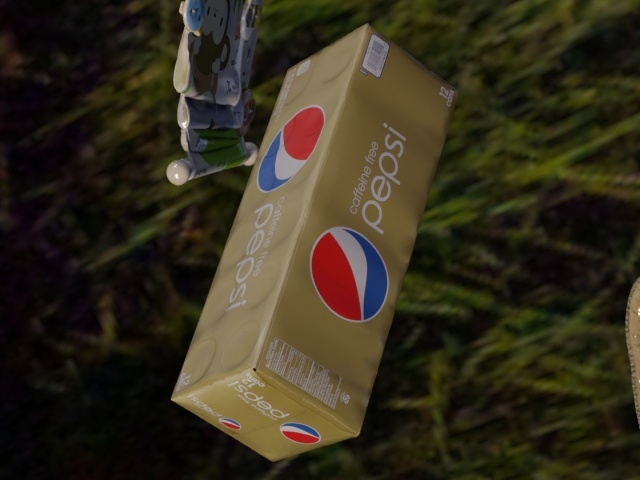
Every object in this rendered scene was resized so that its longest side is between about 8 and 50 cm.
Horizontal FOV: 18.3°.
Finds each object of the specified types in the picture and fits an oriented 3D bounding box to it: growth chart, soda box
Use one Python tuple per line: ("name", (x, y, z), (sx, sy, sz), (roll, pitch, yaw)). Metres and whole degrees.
("growth chart", (-0.056, -0.147, 1.248), (0.172, 0.021, 0.237), (-36, 139, -68))
("soda box", (0.000, 0.000, 0.847), (0.058, 0.061, 0.181), (35, 55, -25))

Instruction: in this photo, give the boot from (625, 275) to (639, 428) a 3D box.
("boot", (0.190, 0.086, 0.599), (0.165, 0.077, 0.213), (6, 36, -18))
